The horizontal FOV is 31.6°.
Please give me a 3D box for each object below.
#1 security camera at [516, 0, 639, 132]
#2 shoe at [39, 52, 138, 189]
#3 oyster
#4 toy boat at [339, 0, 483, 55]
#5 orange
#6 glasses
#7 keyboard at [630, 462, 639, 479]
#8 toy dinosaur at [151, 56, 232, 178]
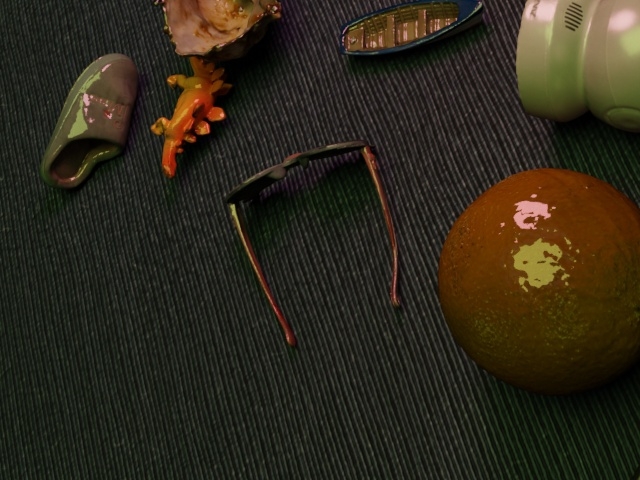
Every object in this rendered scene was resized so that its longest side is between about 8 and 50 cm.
[{"bbox_3d":[0.383,-0.236,1.420,0.236,0.194,0.195,8,74,27],"label":"security camera"},{"bbox_3d":[-0.365,-0.186,1.854,0.100,0.103,0.251,31,92,35],"label":"shoe"},{"bbox_3d":[-0.181,-0.405,1.812,0.197,0.133,0.337,-15,53,-13],"label":"oyster"},{"bbox_3d":[0.137,-0.313,1.666,0.229,0.046,0.080,-10,65,24],"label":"toy boat"},{"bbox_3d":[0.267,0.047,1.319,0.274,0.274,0.274,-11,65,24],"label":"orange"},{"bbox_3d":[0.000,0.000,1.619,0.234,0.118,0.268,-21,81,18],"label":"glasses"},{"bbox_3d":[0.384,0.314,1.289,0.093,0.025,0.230,26,84,36],"label":"keyboard"},{"bbox_3d":[-0.195,-0.228,1.795,0.117,0.070,0.288,-4,62,34],"label":"toy dinosaur"}]
